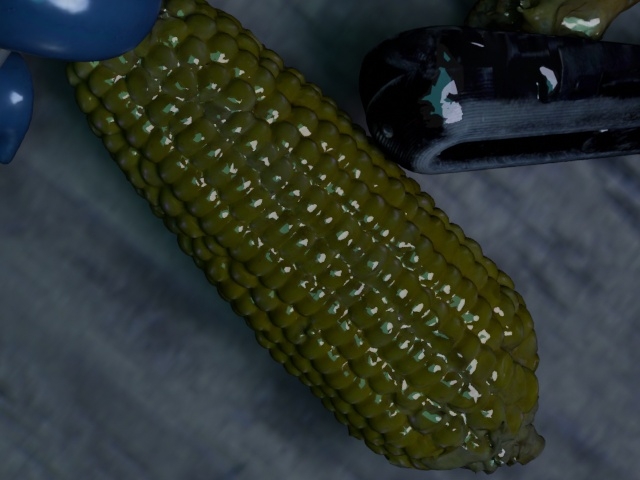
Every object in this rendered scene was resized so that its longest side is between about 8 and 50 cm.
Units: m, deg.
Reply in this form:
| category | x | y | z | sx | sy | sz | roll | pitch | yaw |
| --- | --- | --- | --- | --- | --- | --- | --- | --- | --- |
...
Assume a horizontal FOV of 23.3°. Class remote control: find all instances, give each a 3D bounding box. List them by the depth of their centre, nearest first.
| category | x | y | z | sx | sy | sz | roll | pitch | yaw |
| --- | --- | --- | --- | --- | --- | --- | --- | --- | --- |
| remote control | 0.145 | -0.070 | 0.858 | 0.266 | 0.090 | 0.066 | 0 | 73 | -27 |

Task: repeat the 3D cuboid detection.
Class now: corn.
| category | x | y | z | sx | sy | sz | roll | pitch | yaw |
| --- | --- | --- | --- | --- | --- | --- | --- | --- | --- |
| corn | 0.000 | 0.000 | 0.858 | 0.130 | 0.130 | 0.347 | -43 | 99 | 0 |

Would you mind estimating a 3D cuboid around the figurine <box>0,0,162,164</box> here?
| category | x | y | z | sx | sy | sz | roll | pitch | yaw |
| --- | --- | --- | --- | --- | --- | --- | --- | --- | --- |
| figurine | -0.260 | -0.139 | 0.766 | 0.416 | 0.243 | 0.297 | 9 | 108 | 10 |

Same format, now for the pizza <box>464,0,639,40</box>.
| category | x | y | z | sx | sy | sz | roll | pitch | yaw |
| --- | --- | --- | --- | --- | --- | --- | --- | --- | --- |
| pizza | 0.210 | -0.196 | 0.800 | 0.288 | 0.251 | 0.074 | -38 | 84 | -1 |
